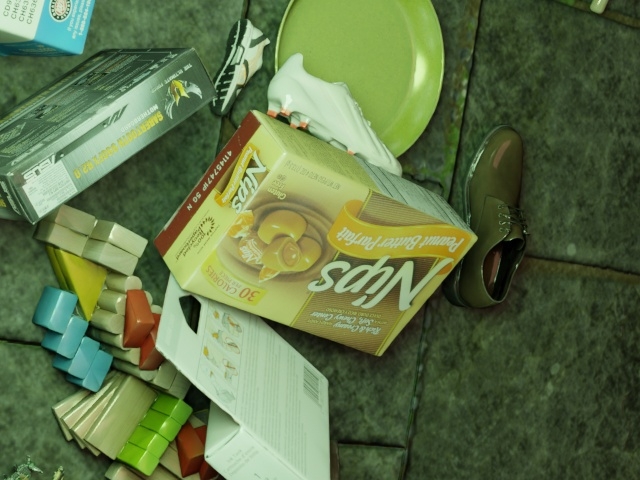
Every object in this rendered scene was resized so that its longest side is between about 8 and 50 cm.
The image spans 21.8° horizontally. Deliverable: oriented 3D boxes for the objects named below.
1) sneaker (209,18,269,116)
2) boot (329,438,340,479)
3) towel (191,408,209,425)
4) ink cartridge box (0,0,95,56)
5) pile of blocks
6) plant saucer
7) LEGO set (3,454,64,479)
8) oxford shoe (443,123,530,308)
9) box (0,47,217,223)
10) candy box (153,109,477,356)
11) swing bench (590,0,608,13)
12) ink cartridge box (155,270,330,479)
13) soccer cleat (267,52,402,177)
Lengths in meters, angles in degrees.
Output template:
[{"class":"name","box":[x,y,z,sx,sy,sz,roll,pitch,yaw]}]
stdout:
[{"class":"sneaker","box":[-0.085,-0.182,1.784,0.044,0.040,0.109,27,80,-38]},{"class":"boot","box":[-0.014,0.288,1.895,0.106,0.037,0.114,-21,111,-47]},{"class":"towel","box":[-0.146,0.227,1.806,0.060,0.009,0.083,-4,98,-37]},{"class":"ink cartridge box","box":[-0.334,-0.280,1.505,0.232,0.168,0.171,15,87,-36]},{"class":"pile of blocks","box":[-0.197,0.132,1.686,0.149,0.112,0.362,-34,112,-26]},{"class":"plant saucer","box":[0.038,-0.202,1.875,0.241,0.037,0.241,-5,98,-37]},{"class":"LEGO set","box":[-0.299,0.246,1.691,0.083,0.023,0.054,30,80,-49]},{"class":"oxford shoe","box":[0.220,-0.027,1.996,0.083,0.096,0.227,10,88,-35]},{"class":"box","box":[-0.239,-0.105,1.589,0.231,0.183,0.056,-38,115,-28]},{"class":"candy box","box":[0.000,0.000,1.771,0.316,0.087,0.183,22,114,-45]},{"class":"swing bench","box":[0.329,-0.427,1.986,0.253,0.165,0.255,13,87,-37]},{"class":"ink cartridge box","box":[-0.089,0.145,1.693,0.060,0.275,0.239,-43,106,15]},{"class":"soccer cleat","box":[0.026,-0.129,1.812,0.196,0.068,0.076,34,73,-32]}]
